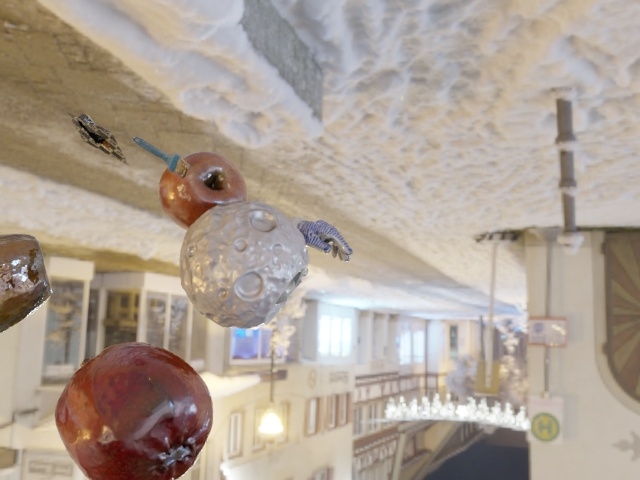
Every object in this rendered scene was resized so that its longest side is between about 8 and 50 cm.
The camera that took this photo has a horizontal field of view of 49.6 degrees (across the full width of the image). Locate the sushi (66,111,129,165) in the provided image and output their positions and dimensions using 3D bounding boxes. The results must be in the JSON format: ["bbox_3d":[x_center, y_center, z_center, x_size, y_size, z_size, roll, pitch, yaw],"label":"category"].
[{"bbox_3d":[-0.467,-0.225,1.480,0.126,0.026,0.120,28,158,12],"label":"sushi"}]

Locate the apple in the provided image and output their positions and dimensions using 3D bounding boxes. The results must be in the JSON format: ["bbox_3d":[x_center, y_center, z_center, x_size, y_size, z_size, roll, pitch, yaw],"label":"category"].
[{"bbox_3d":[-0.340,-0.129,1.988,0.253,0.253,0.253,1,172,0],"label":"apple"}]

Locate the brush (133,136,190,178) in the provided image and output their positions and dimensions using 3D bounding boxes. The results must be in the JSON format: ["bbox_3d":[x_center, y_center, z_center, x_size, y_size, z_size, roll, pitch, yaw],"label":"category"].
[{"bbox_3d":[-0.404,-0.216,1.752,0.164,0.051,0.014,31,-148,4],"label":"brush"}]

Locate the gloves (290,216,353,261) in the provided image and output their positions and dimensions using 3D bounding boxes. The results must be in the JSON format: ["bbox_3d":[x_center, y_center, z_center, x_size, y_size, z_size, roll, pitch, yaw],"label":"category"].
[{"bbox_3d":[-0.002,-0.006,1.952,0.229,0.097,0.119,28,-146,28],"label":"gloves"}]

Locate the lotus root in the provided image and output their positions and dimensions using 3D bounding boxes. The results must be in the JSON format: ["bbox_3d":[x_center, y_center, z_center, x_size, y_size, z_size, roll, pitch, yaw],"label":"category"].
[{"bbox_3d":[-0.979,0.122,2.193,0.250,0.316,0.316,-23,178,-16],"label":"lotus root"}]

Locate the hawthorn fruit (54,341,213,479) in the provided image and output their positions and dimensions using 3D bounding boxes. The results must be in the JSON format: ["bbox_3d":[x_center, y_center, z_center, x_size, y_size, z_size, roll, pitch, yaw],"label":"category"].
[{"bbox_3d":[-0.357,0.315,1.283,0.307,0.265,0.265,28,-175,27],"label":"hawthorn fruit"}]

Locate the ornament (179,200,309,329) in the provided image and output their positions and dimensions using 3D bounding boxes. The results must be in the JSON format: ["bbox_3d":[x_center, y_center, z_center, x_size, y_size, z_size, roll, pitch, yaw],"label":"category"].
[{"bbox_3d":[-0.204,0.056,1.779,0.337,0.337,0.337,1,172,0],"label":"ornament"}]
